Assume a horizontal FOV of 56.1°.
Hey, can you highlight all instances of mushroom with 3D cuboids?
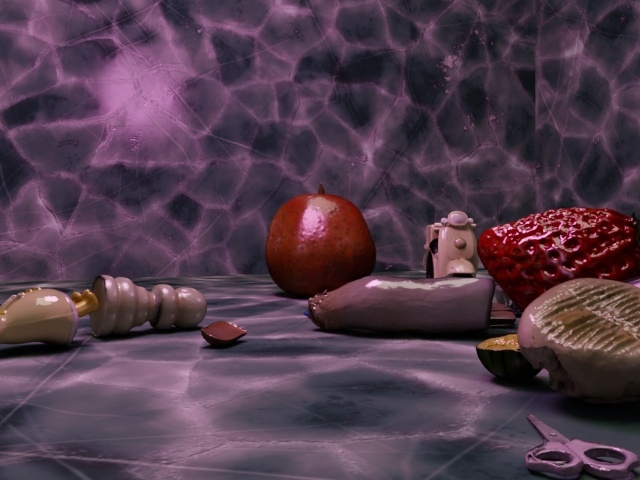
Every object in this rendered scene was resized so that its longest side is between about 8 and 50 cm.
[{"bbox_3d":[0.166,0.139,1.287,0.396,0.126,0.177,-1,-9,5],"label":"mushroom"}]

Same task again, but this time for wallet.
[{"bbox_3d":[0.392,0.172,1.412,0.117,0.039,0.153,-1,6,5],"label":"wallet"}]

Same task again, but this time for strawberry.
[{"bbox_3d":[0.484,0.072,1.165,0.309,0.292,0.291,-19,-10,34],"label":"strawberry"}]

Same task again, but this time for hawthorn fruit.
[{"bbox_3d":[0.000,0.000,2.058,0.402,0.403,0.403,0,1,0],"label":"hawthorn fruit"}]

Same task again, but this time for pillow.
[{"bbox_3d":[0.502,0.153,1.554,0.208,0.055,0.141,0,26,-9],"label":"pillow"}]

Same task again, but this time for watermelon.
[{"bbox_3d":[0.283,0.172,0.878,0.105,0.062,0.105,-8,2,0],"label":"watermelon"}]

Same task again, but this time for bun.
[{"bbox_3d":[0.350,0.139,0.765,0.193,0.128,0.178,-15,33,-18],"label":"bun"}]

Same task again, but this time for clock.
[{"bbox_3d":[0.381,0.060,1.784,0.120,0.277,0.379,1,-3,-4],"label":"clock"}]

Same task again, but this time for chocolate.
[{"bbox_3d":[-0.190,0.187,1.172,0.064,0.031,0.100,18,9,14],"label":"chocolate"}]

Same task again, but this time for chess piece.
[{"bbox_3d":[-0.370,0.144,1.323,0.243,0.133,0.133,5,-2,-34],"label":"chess piece"}]

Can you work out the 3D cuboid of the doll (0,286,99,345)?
[{"bbox_3d":[-0.559,0.146,1.093,0.141,0.117,0.296,-3,-2,41],"label":"doll"}]

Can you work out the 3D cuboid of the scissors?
[{"bbox_3d":[0.239,0.201,0.606,0.100,0.015,0.189,-3,0,3],"label":"scissors"}]

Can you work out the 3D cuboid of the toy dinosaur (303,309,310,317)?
[{"bbox_3d":[0.103,0.177,1.493,0.188,0.075,0.247,-14,15,-39],"label":"toy dinosaur"}]

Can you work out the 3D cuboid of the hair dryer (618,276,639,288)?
[{"bbox_3d":[0.545,0.129,0.935,0.359,0.120,0.303,16,-41,-31],"label":"hair dryer"}]
